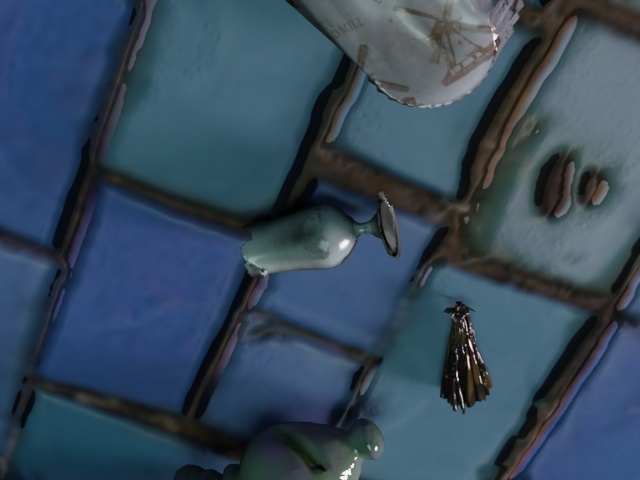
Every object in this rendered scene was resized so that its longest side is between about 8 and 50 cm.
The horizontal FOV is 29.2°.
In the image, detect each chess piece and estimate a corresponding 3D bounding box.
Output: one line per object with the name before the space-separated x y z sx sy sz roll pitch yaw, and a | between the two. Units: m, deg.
chess piece | -0.081 0.180 0.747 0.272 0.139 0.139 -31 117 11

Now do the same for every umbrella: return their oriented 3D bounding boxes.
umbrella | 0.083 0.070 0.711 0.031 0.020 0.083 -4 119 6

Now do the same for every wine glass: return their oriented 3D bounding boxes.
wine glass | 0.000 0.000 0.659 0.083 0.042 0.038 -13 85 16

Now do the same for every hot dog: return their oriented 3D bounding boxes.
hot dog | 0.014 -0.140 0.553 0.099 0.053 0.192 -38 111 24
